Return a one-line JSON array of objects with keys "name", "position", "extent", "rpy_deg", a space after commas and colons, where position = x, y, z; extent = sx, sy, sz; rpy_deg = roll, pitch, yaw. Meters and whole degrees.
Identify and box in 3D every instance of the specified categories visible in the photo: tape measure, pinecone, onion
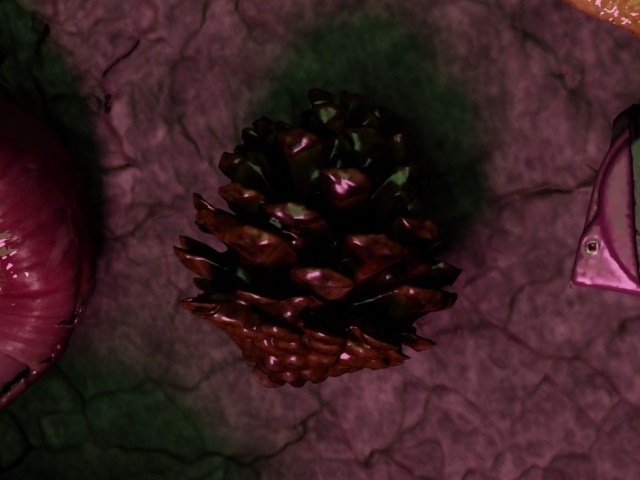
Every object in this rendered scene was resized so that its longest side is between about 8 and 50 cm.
[{"name": "tape measure", "position": [0.201, -0.013, 0.985], "extent": [0.118, 0.074, 0.125], "rpy_deg": [14, 109, 18]}, {"name": "pinecone", "position": [0.000, 0.000, 1.035], "extent": [0.173, 0.173, 0.174], "rpy_deg": [5, 104, 21]}, {"name": "onion", "position": [-0.253, 0.003, 1.136], "extent": [0.230, 0.163, 0.230], "rpy_deg": [-3, 108, -11]}]

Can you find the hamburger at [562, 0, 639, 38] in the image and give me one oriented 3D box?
[{"name": "hamburger", "position": [0.187, -0.200, 0.930], "extent": [0.213, 0.108, 0.214], "rpy_deg": [6, 105, 22]}]
